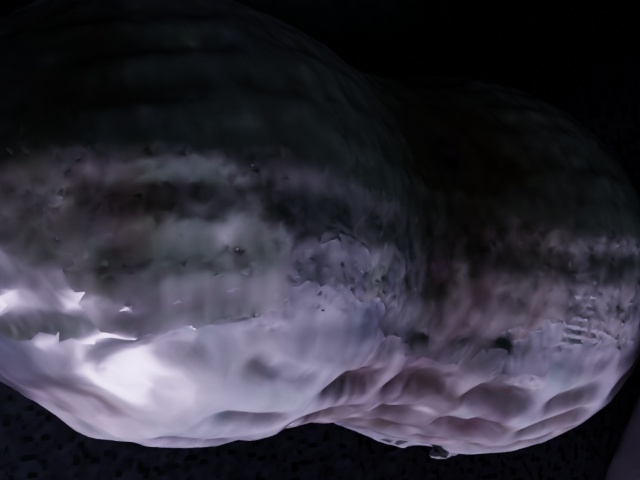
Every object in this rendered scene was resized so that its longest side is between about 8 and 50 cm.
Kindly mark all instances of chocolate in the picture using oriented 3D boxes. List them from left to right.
[{"bbox_3d":[0.000,0.000,0.477,0.248,0.110,0.110,6,111,-49],"label":"chocolate"}]

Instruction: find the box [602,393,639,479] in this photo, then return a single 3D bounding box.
[{"bbox_3d":[0.155,-0.008,0.579,0.350,0.058,0.211,-69,165,16],"label":"box"}]
